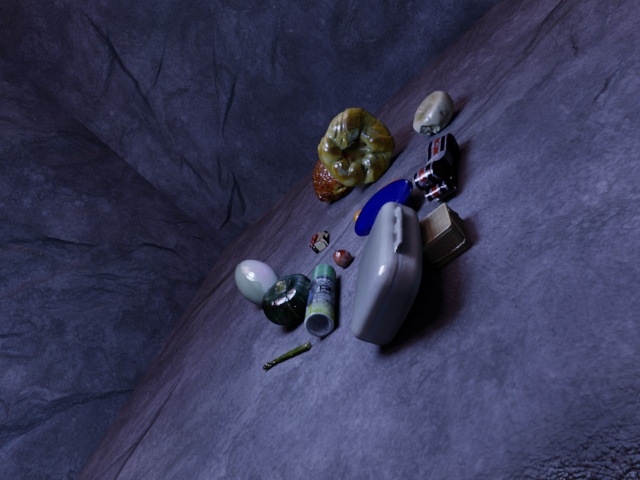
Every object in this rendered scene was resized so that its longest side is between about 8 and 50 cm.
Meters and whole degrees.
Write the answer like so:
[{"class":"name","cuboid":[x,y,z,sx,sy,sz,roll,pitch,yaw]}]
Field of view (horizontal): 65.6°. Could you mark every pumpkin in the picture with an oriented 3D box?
[{"class":"pumpkin","cuboid":[-0.116,0.210,1.807,0.212,0.152,0.211,-40,22,19]}]

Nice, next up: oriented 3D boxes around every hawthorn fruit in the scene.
[{"class":"hawthorn fruit","cuboid":[0.072,0.051,1.804,0.067,0.103,0.066,-23,34,17]}]

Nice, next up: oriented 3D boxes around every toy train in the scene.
[{"class":"toy train","cuboid":[0.000,0.000,2.235,0.087,0.050,0.138,-35,17,24]}]

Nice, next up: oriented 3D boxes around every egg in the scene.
[{"class":"egg","cuboid":[-0.290,0.181,2.239,0.183,0.217,0.183,-44,12,12]}]

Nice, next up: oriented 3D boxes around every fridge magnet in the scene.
[{"class":"fridge magnet","cuboid":[0.228,-0.110,1.765,0.265,0.113,0.265,-44,15,14]}]

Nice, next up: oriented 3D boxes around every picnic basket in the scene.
[{"class":"picnic basket","cuboid":[0.323,-0.016,1.325,0.115,0.079,0.164,-40,16,23]}]

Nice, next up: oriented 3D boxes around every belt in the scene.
[{"class":"belt","cuboid":[0.397,-0.254,1.658,0.094,0.126,0.359,-34,19,36]}]

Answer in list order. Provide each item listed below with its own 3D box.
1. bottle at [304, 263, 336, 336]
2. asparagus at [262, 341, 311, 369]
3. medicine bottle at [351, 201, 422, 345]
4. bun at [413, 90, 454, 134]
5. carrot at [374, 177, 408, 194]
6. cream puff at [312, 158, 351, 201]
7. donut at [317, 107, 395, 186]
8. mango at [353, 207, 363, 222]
[{"class":"bottle","cuboid":[0.006,0.188,1.649,0.093,0.093,0.330,-42,16,20]},{"class":"asparagus","cuboid":[-0.114,0.378,1.621,0.249,0.025,0.024,-34,62,38]},{"class":"medicine bottle","cuboid":[0.172,0.076,1.285,0.375,0.123,0.282,-77,7,-57]},{"class":"bun","cuboid":[0.488,-0.529,2.120,0.178,0.128,0.193,-16,45,63]},{"class":"carrot","cuboid":[0.233,-0.157,1.957,0.271,0.066,0.062,-40,56,16]},{"class":"cream puff","cuboid":[0.084,-0.364,2.604,0.350,0.229,0.350,-45,15,15]},{"class":"donut","cuboid":[0.164,-0.429,2.293,0.360,0.360,0.170,-47,18,1]},{"class":"mango","cuboid":[0.170,-0.106,2.043,0.060,0.046,0.089,-30,18,49]}]
